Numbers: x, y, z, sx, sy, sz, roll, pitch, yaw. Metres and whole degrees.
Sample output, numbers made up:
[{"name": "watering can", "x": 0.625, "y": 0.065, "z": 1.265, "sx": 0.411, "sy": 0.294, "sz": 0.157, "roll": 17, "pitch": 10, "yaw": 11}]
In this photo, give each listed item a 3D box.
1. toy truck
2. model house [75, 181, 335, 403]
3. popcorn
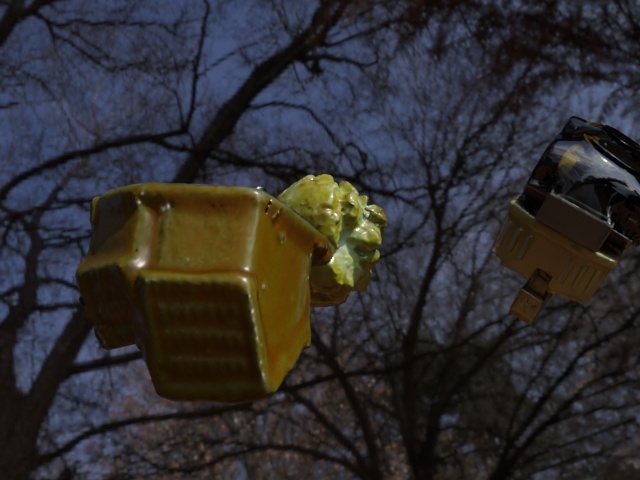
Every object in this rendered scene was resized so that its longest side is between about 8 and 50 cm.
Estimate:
[{"name": "toy truck", "x": 0.373, "y": -0.036, "z": 1.354, "sx": 0.254, "sy": 0.180, "sz": 0.405, "roll": -62, "pitch": -11, "yaw": 23}, {"name": "model house", "x": -0.135, "y": 0.068, "z": 1.031, "sx": 0.267, "sy": 0.239, "sz": 0.173, "roll": 0, "pitch": -27, "yaw": 11}, {"name": "popcorn", "x": 0.000, "y": 0.000, "z": 1.555, "sx": 0.183, "sy": 0.204, "sz": 0.221, "roll": -8, "pitch": -63, "yaw": -31}]
